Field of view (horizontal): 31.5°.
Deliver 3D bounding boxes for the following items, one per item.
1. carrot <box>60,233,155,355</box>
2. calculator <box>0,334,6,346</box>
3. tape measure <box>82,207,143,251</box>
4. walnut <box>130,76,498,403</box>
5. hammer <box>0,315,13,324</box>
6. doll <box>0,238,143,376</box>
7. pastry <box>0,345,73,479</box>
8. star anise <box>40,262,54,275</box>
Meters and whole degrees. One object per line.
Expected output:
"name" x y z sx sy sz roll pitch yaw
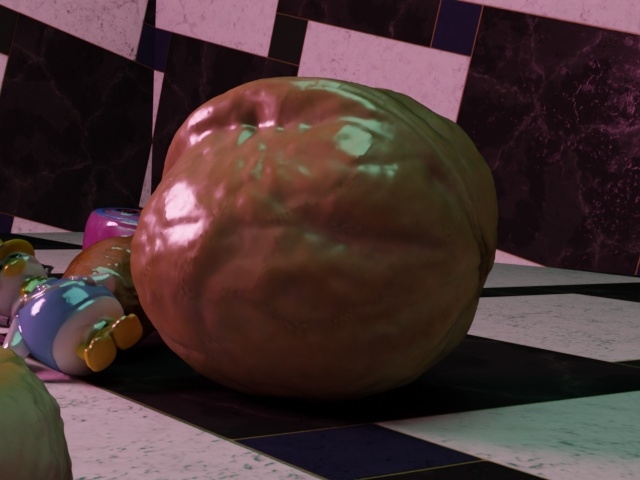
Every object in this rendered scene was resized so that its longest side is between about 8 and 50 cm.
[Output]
"carrot" -0.239 0.056 1.423 0.139 0.138 0.302 2 7 6
"calculator" -0.444 0.103 1.167 0.194 0.043 0.294 18 6 21
"tape measure" -0.330 0.022 2.152 0.232 0.149 0.245 4 9 -28
"walnut" 0.000 0.000 1.160 0.381 0.381 0.381 2 3 0
"hammer" -0.517 0.093 1.588 0.427 0.044 0.152 3 4 14
"doll" -0.299 0.069 1.223 0.241 0.135 0.099 30 -6 25
"pastry" -0.242 0.114 0.547 0.265 0.133 0.265 3 3 0
"star anise" -0.558 0.060 1.986 0.195 0.065 0.182 5 6 -26
